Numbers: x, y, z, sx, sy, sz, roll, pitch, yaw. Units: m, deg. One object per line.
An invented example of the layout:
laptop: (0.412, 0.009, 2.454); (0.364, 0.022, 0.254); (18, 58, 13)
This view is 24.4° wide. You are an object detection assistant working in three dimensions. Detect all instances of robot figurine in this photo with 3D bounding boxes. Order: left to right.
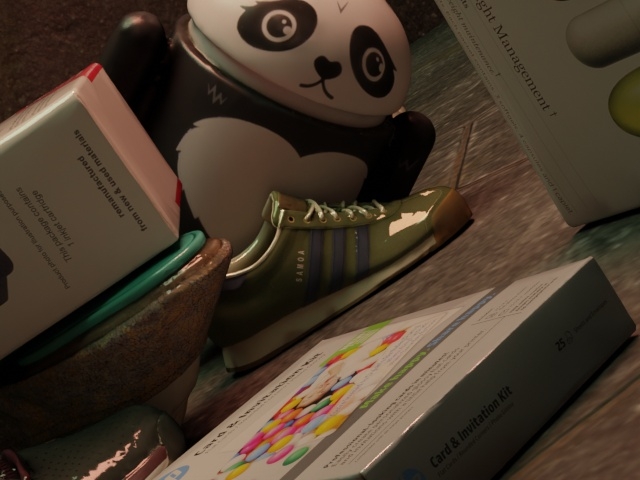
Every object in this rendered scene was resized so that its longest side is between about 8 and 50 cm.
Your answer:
robot figurine: (-0.048, -0.068, 1.042); (0.209, 0.173, 0.278); (-12, -45, -57)

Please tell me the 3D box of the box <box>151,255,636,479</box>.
box: (0.017, 0.075, 0.598); (0.145, 0.038, 0.186); (-37, 8, -36)

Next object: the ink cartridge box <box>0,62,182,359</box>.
ink cartridge box: (-0.203, 0.009, 0.842); (0.237, 0.100, 0.172); (-33, 12, 3)

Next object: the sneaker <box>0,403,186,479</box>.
sneaker: (-0.209, 0.124, 0.710); (0.281, 0.162, 0.106); (-36, 8, -23)

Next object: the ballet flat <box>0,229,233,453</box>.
ballet flat: (-0.144, 0.091, 0.869); (0.316, 0.106, 0.107); (-26, 16, 38)

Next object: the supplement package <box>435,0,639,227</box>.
supplement package: (0.181, -0.140, 0.721); (0.149, 0.194, 0.203); (-38, 9, -34)

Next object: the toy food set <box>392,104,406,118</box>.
toy food set: (-0.039, -0.076, 1.680); (0.306, 0.092, 0.219); (-32, 19, 8)

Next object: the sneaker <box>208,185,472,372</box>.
sneaker: (0.000, 0.000, 0.955); (0.192, 0.086, 0.064); (-33, 8, -8)

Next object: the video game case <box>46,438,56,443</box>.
video game case: (-0.295, 0.169, 1.253); (0.300, 0.036, 0.329); (-29, 9, 26)
